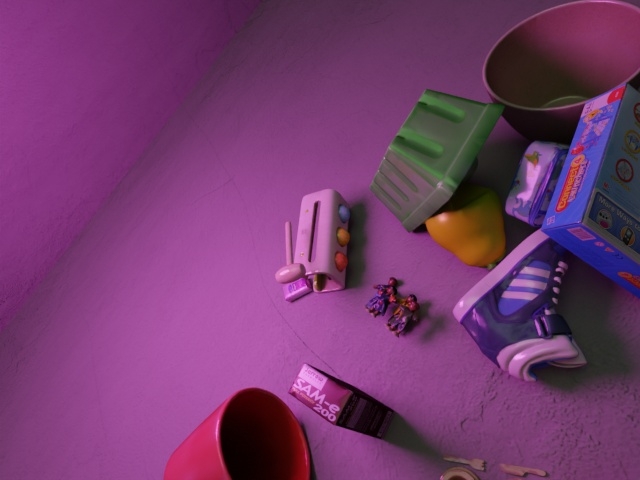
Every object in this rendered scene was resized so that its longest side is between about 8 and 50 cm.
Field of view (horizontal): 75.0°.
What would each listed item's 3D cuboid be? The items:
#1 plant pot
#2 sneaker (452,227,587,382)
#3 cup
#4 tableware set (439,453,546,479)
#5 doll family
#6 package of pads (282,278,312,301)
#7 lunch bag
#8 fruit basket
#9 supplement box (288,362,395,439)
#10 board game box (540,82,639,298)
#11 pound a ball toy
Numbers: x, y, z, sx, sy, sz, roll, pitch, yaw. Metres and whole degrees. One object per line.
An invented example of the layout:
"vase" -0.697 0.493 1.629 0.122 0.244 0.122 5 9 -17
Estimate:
"plant pot" -0.201 0.508 0.943 0.243 0.275 0.275 -36 48 22
"sneaker" 0.463 0.135 0.851 0.323 0.130 0.236 -40 58 -2
"cup" 0.585 -0.358 1.000 0.331 0.237 0.331 -16 54 24
"tableware set" 0.312 0.478 0.771 0.194 0.039 0.128 -5 59 30
"doll family" 0.181 0.157 1.037 0.111 0.076 0.193 -52 45 -1
"package of pads" -0.069 0.143 1.230 0.083 0.032 0.050 -29 53 14
"lunch bag" 0.503 -0.117 0.897 0.090 0.219 0.176 38 123 45
"fruit basket" 0.318 -0.123 0.995 0.392 0.392 0.283 25 77 40
"supplement box" 0.052 0.345 0.885 0.130 0.239 0.073 19 73 39
"board game box" 0.598 -0.076 0.778 0.302 0.308 0.086 -62 12 -16
"pound a ball toy" 0.000 0.000 1.160 0.135 0.208 0.319 -12 55 26
